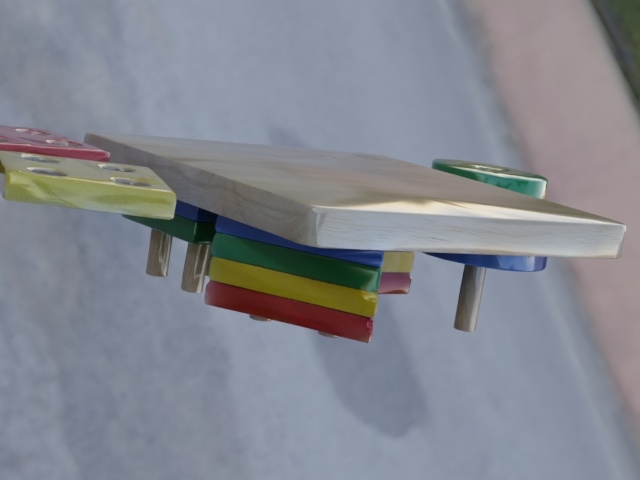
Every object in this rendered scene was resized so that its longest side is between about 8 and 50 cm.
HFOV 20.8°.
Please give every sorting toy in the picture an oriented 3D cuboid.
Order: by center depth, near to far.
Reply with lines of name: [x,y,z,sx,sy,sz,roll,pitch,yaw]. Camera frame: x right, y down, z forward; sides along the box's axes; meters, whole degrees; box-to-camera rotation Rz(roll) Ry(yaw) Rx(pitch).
sorting toy: [0.000,0.000,0.573,0.274,0.132,0.046,3,101,-39]
